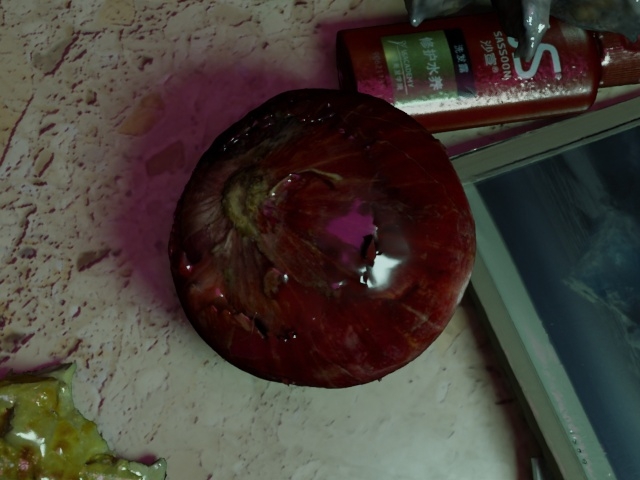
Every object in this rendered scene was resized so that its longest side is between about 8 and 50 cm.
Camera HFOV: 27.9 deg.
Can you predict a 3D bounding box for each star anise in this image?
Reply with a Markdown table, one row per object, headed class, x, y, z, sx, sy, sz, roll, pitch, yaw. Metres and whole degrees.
| class | x | y | z | sx | sy | sz | roll | pitch | yaw |
| --- | --- | --- | --- | --- | --- | --- | --- | --- | --- |
| star anise | 0.170 | -0.285 | 1.226 | 0.316 | 0.139 | 0.359 | 31 | 49 | 27 |

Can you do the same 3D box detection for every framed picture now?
| class | x | y | z | sx | sy | sz | roll | pitch | yaw |
| --- | --- | --- | --- | --- | --- | --- | --- | --- | --- |
| framed picture | 0.324 | 0.075 | 1.234 | 0.326 | 0.028 | 0.446 | -20 | 73 | -13 |

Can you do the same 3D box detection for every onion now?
| class | x | y | z | sx | sy | sz | roll | pitch | yaw |
| --- | --- | --- | --- | --- | --- | --- | --- | --- | --- |
| onion | 0.000 | 0.000 | 1.149 | 0.276 | 0.276 | 0.276 | 1 | 82 | -8 |

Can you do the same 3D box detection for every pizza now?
| class | x | y | z | sx | sy | sz | roll | pitch | yaw |
| --- | --- | --- | --- | --- | --- | --- | --- | --- | --- |
| pizza | -0.262 | 0.231 | 1.155 | 0.223 | 0.089 | 0.323 | -44 | 90 | -8 |

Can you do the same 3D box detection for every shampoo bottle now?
| class | x | y | z | sx | sy | sz | roll | pitch | yaw |
| --- | --- | --- | --- | --- | --- | --- | --- | --- | --- |
| shampoo bottle | 0.173 | -0.170 | 1.273 | 0.314 | 0.076 | 0.118 | -8 | 69 | -9 |

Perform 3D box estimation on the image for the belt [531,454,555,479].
| class | x | y | z | sx | sy | sz | roll | pitch | yaw |
| --- | --- | --- | --- | --- | --- | --- | --- | --- | --- |
| belt | 0.351 | 0.223 | 1.240 | 0.303 | 0.087 | 0.072 | -5 | 84 | -9 |
